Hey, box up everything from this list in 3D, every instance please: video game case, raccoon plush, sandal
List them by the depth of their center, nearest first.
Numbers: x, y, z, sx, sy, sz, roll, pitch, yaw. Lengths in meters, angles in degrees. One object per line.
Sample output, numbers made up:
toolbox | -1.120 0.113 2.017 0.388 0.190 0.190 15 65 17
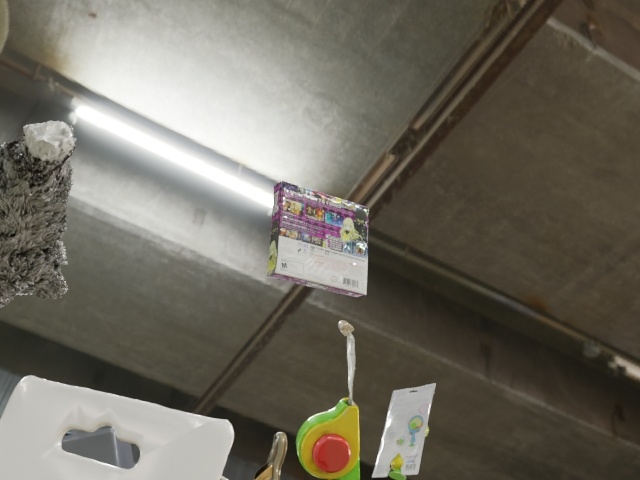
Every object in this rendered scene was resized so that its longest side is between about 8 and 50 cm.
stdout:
raccoon plush | -0.552 -0.027 1.343 0.216 0.299 0.446 -5 -2 -20
sandal | -0.112 0.485 1.516 0.049 0.180 0.072 19 -19 -19
video game case | 0.000 0.000 1.574 0.232 0.210 0.042 15 -24 -30

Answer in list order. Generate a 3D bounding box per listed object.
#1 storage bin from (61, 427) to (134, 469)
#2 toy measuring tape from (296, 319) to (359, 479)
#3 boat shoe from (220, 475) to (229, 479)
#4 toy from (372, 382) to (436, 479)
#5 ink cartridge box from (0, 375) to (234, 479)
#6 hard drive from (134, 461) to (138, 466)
storage bin | -0.278 0.297 0.908 0.091 0.135 0.098 -14 -18 3
toy measuring tape | 0.010 0.315 1.343 0.121 0.121 0.330 -1 -87 11
boat shoe | -0.225 0.606 1.655 0.335 0.095 0.112 36 -40 -17
toy | 0.214 0.468 1.767 0.137 0.237 0.056 -21 -56 40
ink cartridge box | -0.158 0.283 0.470 0.207 0.353 0.119 5 -22 28
hard drive | -0.298 0.386 1.072 0.094 0.135 0.022 -10 -62 51
